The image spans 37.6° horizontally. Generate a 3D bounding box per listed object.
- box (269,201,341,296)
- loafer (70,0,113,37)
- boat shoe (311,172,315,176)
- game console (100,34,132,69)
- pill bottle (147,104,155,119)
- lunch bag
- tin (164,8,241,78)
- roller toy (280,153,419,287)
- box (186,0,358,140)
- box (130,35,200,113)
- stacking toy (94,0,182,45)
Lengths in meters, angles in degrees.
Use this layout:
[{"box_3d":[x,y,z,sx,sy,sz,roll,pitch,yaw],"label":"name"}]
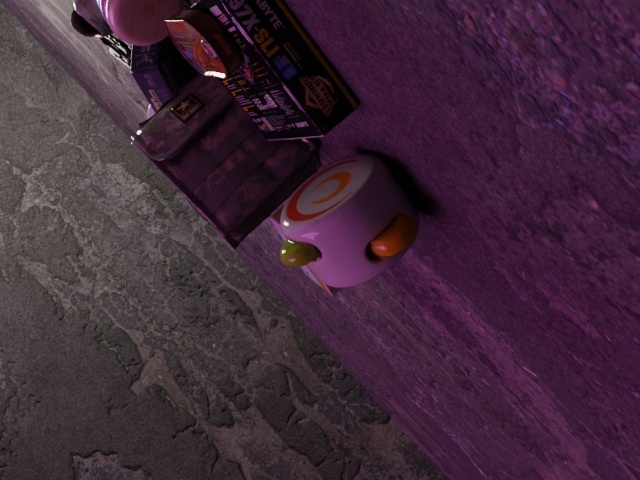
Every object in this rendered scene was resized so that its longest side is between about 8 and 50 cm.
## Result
[{"box_3d":[0.000,0.000,1.944,0.103,0.114,0.203,37,163,44],"label":"box"},{"box_3d":[-0.527,-0.523,2.165,0.112,0.111,0.319,49,169,-6],"label":"loafer"},{"box_3d":[-0.053,-0.150,1.810,0.137,0.049,0.043,50,168,13],"label":"boat shoe"},{"box_3d":[-0.453,-0.449,2.330,0.361,0.044,0.213,38,164,40],"label":"game console"},{"box_3d":[-0.227,-0.207,1.978,0.283,0.160,0.160,43,168,22],"label":"pill bottle"},{"box_3d":[-0.178,-0.172,1.709,0.287,0.235,0.169,45,174,11],"label":"lunch bag"},{"box_3d":[-0.177,-0.296,1.407,0.106,0.040,0.189,49,170,-26],"label":"tin"},{"box_3d":[0.051,-0.028,1.457,0.146,0.209,0.191,53,-153,-26],"label":"roller toy"},{"box_3d":[-0.094,-0.276,1.446,0.257,0.079,0.322,53,168,-14],"label":"box"},{"box_3d":[-0.296,-0.330,1.825,0.233,0.059,0.183,64,-160,-59],"label":"box"},{"box_3d":[-0.383,-0.489,1.733,0.330,0.141,0.141,47,171,40],"label":"stacking toy"}]
